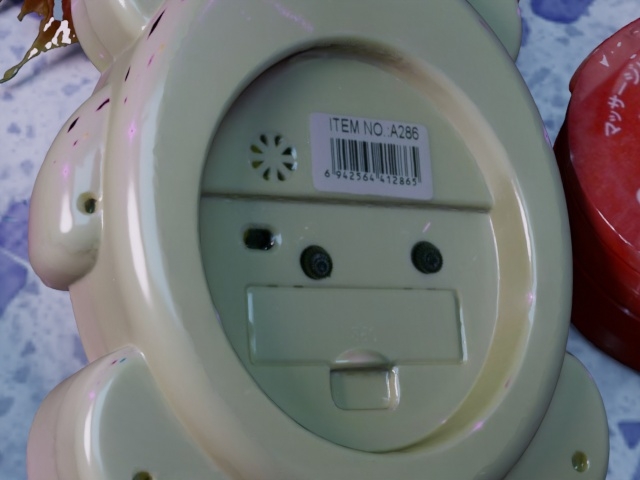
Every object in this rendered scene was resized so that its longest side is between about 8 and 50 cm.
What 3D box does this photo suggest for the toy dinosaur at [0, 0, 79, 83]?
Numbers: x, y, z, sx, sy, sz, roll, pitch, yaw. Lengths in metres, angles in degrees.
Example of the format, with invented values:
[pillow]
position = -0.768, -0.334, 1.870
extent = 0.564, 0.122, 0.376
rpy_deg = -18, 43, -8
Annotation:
[toy dinosaur]
position = -0.163, -0.187, 0.854
extent = 0.206, 0.113, 0.327
rpy_deg = -28, 59, 26

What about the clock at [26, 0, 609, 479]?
[clock]
position = 0.000, 0.000, 0.698
extent = 0.284, 0.114, 0.309
rpy_deg = 2, 76, -27

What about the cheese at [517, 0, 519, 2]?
[cheese]
position = -0.001, -0.207, 0.889
extent = 0.217, 0.129, 0.329
rpy_deg = -26, 63, -15

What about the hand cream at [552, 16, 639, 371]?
[hand cream]
position = 0.218, -0.024, 0.795
extent = 0.193, 0.125, 0.193
rpy_deg = 1, 60, -2
